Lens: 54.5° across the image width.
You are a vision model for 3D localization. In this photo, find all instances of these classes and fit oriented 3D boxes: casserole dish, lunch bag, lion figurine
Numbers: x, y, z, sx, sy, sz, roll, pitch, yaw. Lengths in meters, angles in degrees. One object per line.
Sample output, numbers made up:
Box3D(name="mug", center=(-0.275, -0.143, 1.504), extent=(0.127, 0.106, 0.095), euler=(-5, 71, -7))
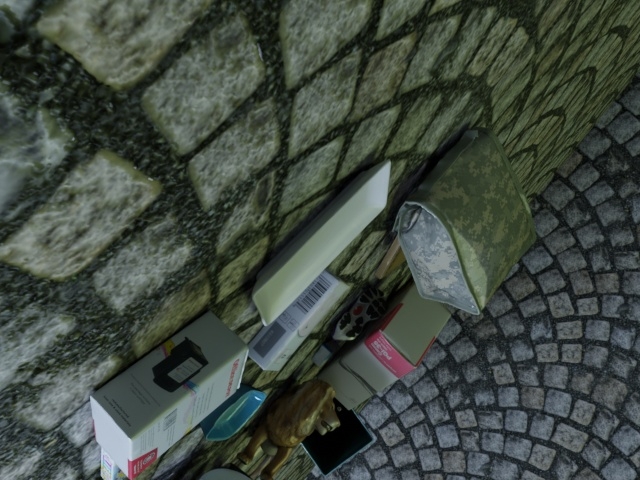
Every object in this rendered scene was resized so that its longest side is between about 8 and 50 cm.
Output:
Box3D(name="casserole dish", center=(-0.157, 0.301, 1.106), extent=(0.114, 0.037, 0.188), euler=(-48, 163, -7))
Box3D(name="lunch bag", center=(0.267, -0.045, 1.185), extent=(0.235, 0.168, 0.287), euler=(-46, 129, -25))
Box3D(name="lion figurine", center=(-0.099, 0.469, 1.475), extent=(0.240, 0.142, 0.392), euler=(-50, 179, -34))

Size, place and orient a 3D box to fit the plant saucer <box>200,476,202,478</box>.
Box3D(name="plant saucer", center=(-0.211, 0.590, 1.300), extent=(0.037, 0.195, 0.195), euler=(17, 114, -47))

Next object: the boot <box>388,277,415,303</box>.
Box3D(name="boot", center=(0.250, 0.196, 1.797), extent=(0.295, 0.104, 0.211), euler=(-10, 143, -56))

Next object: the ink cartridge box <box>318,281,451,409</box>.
Box3D(name="ink cartridge box", center=(0.144, 0.250, 1.453), extent=(0.207, 0.117, 0.283), euler=(-44, 178, -45))

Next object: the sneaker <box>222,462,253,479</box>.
Box3D(name="sneaker", center=(-0.222, 0.588, 1.393), extent=(0.132, 0.086, 0.229), euler=(-50, 172, -33))

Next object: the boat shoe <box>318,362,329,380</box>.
Box3D(name="boat shoe", center=(0.026, 0.359, 1.635), extent=(0.063, 0.066, 0.184), euler=(-41, 170, -28))

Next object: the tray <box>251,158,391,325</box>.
Box3D(name="tray", center=(0.000, 0.000, 0.884), extent=(0.270, 0.030, 0.145), euler=(-45, 162, -15))

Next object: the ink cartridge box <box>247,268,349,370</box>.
Box3D(name="ink cartridge box", center=(-0.020, 0.141, 1.086), extent=(0.189, 0.066, 0.232), euler=(-50, 158, 0))

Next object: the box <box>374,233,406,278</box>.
Box3D(name="box", center=(0.206, -0.018, 1.357), extent=(0.164, 0.021, 0.201), euler=(-31, 154, -46))

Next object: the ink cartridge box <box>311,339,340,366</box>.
Box3D(name="ink cartridge box", center=(0.017, 0.264, 1.460), extent=(0.048, 0.028, 0.083), euler=(-54, 163, 16))

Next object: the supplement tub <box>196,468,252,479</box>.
Box3D(name="supplement tub", center=(-0.242, 0.602, 1.138), extent=(0.325, 0.235, 0.235), euler=(-49, 163, 17))

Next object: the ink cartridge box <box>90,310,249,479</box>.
Box3D(name="ink cartridge box", center=(-0.180, 0.185, 0.753), extent=(0.175, 0.072, 0.128), euler=(-36, 157, -37))

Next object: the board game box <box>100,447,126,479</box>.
Box3D(name="board game box", center=(-0.233, 0.264, 0.864), extent=(0.154, 0.026, 0.104), euler=(-35, 157, -39))

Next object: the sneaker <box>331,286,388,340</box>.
Box3D(name="sneaker", center=(0.083, 0.166, 1.398), extent=(0.169, 0.068, 0.071), euler=(-34, 178, -33))

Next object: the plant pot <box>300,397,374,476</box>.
Box3D(name="plant pot", center=(0.031, 0.517, 1.751), extent=(0.165, 0.166, 0.234), euler=(-36, 175, -2))
